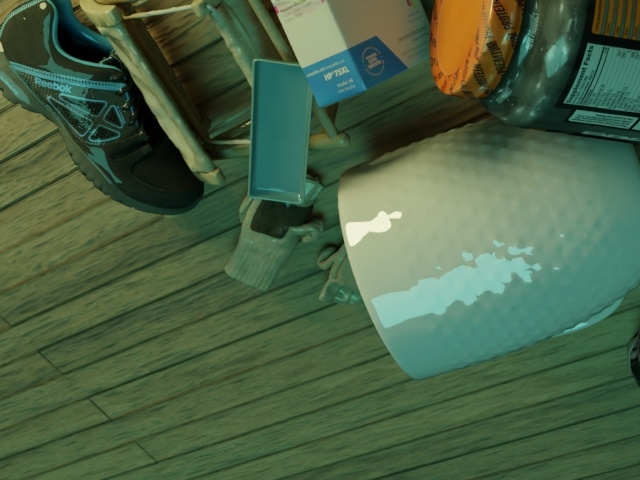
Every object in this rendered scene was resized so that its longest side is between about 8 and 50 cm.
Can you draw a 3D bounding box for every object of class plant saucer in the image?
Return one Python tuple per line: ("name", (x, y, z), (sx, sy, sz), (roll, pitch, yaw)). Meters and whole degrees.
("plant saucer", (-0.045, -0.121, 1.226), (0.067, 0.018, 0.192), (8, 133, 2))

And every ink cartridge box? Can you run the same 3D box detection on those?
("ink cartridge box", (0.018, -0.272, 1.142), (0.078, 0.134, 0.231), (-13, 106, 49))

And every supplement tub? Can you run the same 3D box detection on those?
("supplement tub", (0.295, -0.204, 1.107), (0.338, 0.207, 0.207), (7, 134, -15))

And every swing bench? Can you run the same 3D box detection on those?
("swing bench", (-0.120, -0.215, 1.282), (0.255, 0.165, 0.253), (-15, 127, 24))

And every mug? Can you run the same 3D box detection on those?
("mug", (0.245, 0.013, 1.337), (0.328, 0.276, 0.374), (-20, 140, 16))

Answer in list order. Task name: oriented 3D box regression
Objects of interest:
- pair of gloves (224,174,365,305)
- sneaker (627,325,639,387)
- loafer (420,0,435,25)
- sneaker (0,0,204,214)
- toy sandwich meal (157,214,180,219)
("pair of gloves", (0.000, 0.000, 1.523), (0.240, 0.042, 0.204), (16, 127, -7))
("sneaker", (0.462, 0.158, 1.522), (0.072, 0.077, 0.178), (0, 131, 16))
("loafer", (0.136, -0.314, 1.191), (0.087, 0.094, 0.251), (20, 141, -11))
("sneaker", (-0.265, -0.164, 1.390), (0.140, 0.125, 0.341), (-34, 117, 32))
("toy sandwich meal", (-0.220, -0.066, 1.526), (0.086, 0.029, 0.085), (7, 132, 8))
